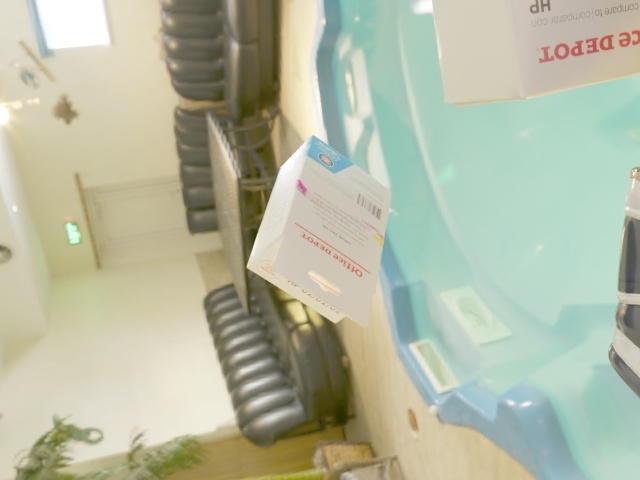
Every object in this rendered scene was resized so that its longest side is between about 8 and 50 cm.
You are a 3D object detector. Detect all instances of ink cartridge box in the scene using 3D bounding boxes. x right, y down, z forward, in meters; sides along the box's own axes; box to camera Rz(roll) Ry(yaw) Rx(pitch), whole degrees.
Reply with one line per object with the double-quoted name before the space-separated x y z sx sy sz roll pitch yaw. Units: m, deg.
"ink cartridge box" 0.221 -0.297 0.668 0.129 0.223 0.307 -161 58 -66
"ink cartridge box" 0.000 0.000 0.660 0.061 0.104 0.181 -40 24 39

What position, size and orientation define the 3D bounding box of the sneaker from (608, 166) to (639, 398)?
"sneaker" 0.281 0.059 0.367 0.282 0.099 0.153 23 109 50
